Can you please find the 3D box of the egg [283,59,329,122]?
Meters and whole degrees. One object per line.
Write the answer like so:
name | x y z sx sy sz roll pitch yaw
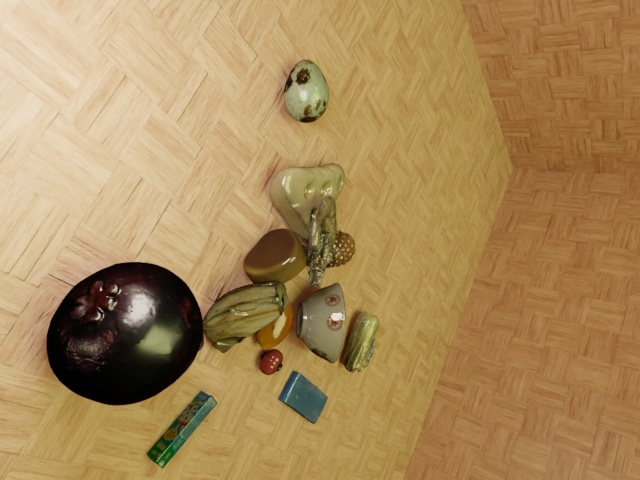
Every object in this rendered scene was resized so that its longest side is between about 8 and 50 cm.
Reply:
egg | -0.052 -0.551 1.793 0.169 0.169 0.231 3 88 -52

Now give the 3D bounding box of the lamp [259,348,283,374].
lamp | -0.196 0.485 1.936 0.107 0.092 0.107 -54 170 -14

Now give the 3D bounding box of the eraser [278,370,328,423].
eraser | -0.069 0.715 2.195 0.144 0.042 0.312 -60 139 -23

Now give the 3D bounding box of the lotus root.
lotus root | -0.258 0.244 1.706 0.142 0.314 0.210 -93 160 -71

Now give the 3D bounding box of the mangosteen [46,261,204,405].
mangosteen | -0.493 0.261 1.297 0.382 0.382 0.435 -57 154 -25

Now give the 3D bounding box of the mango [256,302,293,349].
mango | -0.181 0.325 1.906 0.141 0.102 0.217 41 64 -42

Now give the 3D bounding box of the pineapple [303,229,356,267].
pineapple | -0.004 0.050 2.011 0.361 0.175 0.175 -14 110 -50

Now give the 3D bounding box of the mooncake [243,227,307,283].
mooncake | -0.154 0.069 1.777 0.235 0.234 0.117 -53 135 -29

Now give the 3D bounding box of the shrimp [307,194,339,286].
shrimp | 0.000 0.000 1.835 0.247 0.085 0.360 45 56 -70

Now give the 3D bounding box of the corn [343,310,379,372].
corn | 0.201 0.507 2.421 0.123 0.122 0.305 23 83 -51

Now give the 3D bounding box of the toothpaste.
toothpaste | -0.466 0.638 1.652 0.267 0.065 0.050 -48 133 -33

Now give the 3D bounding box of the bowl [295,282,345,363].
bowl | -0.015 0.338 2.033 0.157 0.337 0.337 7 95 -13

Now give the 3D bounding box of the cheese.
cheese | -0.049 -0.219 1.907 0.351 0.129 0.328 -62 142 -17
